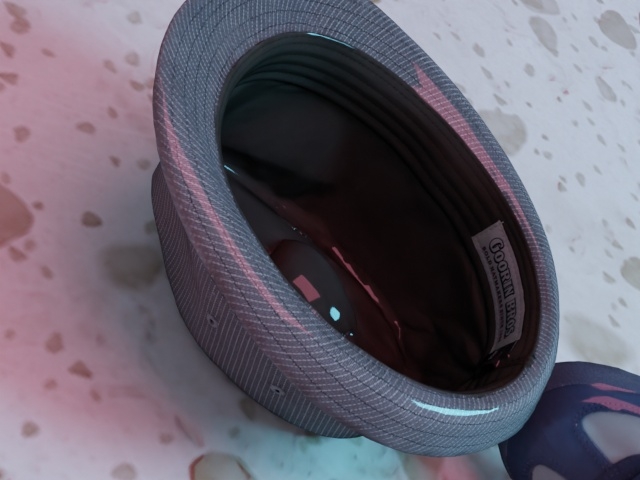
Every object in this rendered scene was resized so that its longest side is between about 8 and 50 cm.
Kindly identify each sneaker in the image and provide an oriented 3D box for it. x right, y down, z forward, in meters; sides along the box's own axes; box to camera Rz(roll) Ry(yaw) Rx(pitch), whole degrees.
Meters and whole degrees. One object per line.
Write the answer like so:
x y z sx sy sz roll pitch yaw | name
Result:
0.228 0.192 0.636 0.319 0.112 0.131 38 19 -3 | sneaker

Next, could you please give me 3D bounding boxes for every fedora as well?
0.000 0.000 0.630 0.275 0.124 0.244 45 43 -10 | fedora
